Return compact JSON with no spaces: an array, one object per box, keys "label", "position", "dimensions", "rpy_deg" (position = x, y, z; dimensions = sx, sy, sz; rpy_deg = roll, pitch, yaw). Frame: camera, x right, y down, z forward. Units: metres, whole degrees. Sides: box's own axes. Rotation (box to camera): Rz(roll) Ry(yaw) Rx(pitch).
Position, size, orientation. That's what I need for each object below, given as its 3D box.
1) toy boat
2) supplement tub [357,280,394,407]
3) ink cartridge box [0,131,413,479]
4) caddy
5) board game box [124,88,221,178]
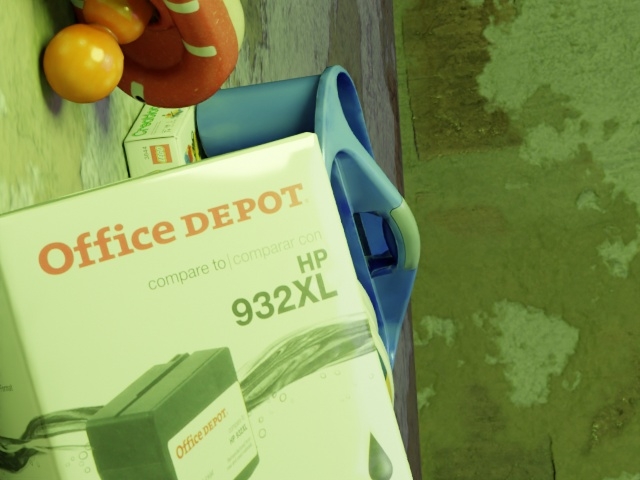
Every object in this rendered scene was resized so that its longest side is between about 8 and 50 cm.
[{"label":"toy boat","position":[-0.154,-0.168,1.418],"dimensions":[0.151,0.151,0.231],"rpy_deg":[-59,156,-18]},{"label":"supplement tub","position":[-0.062,0.154,1.422],"dimensions":[0.316,0.228,0.228],"rpy_deg":[-80,162,-58]},{"label":"ink cartridge box","position":[-0.080,0.111,1.144],"dimensions":[0.129,0.223,0.307],"rpy_deg":[-11,-85,63]},{"label":"caddy","position":[0.000,0.000,1.703],"dimensions":[0.341,0.179,0.241],"rpy_deg":[72,16,-50]},{"label":"board game box","position":[-0.110,0.009,1.742],"dimensions":[0.193,0.053,0.305],"rpy_deg":[-74,157,-64]}]
